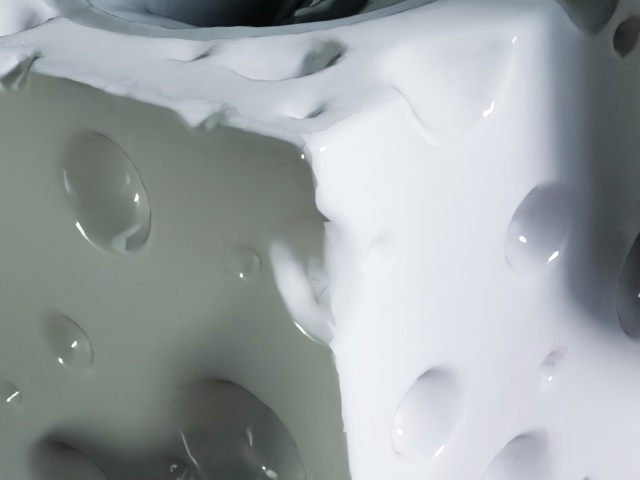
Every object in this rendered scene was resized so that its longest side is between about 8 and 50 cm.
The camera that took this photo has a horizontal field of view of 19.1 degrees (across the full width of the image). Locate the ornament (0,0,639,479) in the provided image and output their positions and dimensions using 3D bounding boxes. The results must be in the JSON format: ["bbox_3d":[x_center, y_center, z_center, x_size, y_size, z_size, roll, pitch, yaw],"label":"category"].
[{"bbox_3d":[0.000,0.000,0.699,0.239,0.239,0.240,17,-144,39],"label":"ornament"}]
